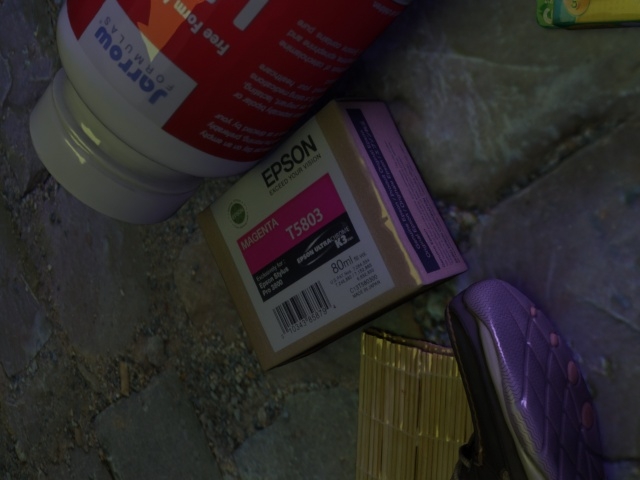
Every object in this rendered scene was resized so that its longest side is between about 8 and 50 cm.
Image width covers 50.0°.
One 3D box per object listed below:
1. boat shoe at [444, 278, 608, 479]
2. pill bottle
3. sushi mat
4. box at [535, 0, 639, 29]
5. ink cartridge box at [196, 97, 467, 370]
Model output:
[{"bbox_3d":[0.165,0.211,0.567,0.130,0.132,0.355,-24,81,36],"label":"boat shoe"},{"bbox_3d":[-0.082,-0.206,0.610,0.407,0.229,0.229,-43,70,26],"label":"pill bottle"},{"bbox_3d":[0.097,0.254,0.703,0.151,0.019,0.317,10,104,36],"label":"sushi mat"},{"bbox_3d":[0.243,-0.210,0.498,0.179,0.043,0.105,10,103,39],"label":"box"},{"bbox_3d":[0.000,0.000,0.698,0.234,0.088,0.193,-35,76,38],"label":"ink cartridge box"}]
